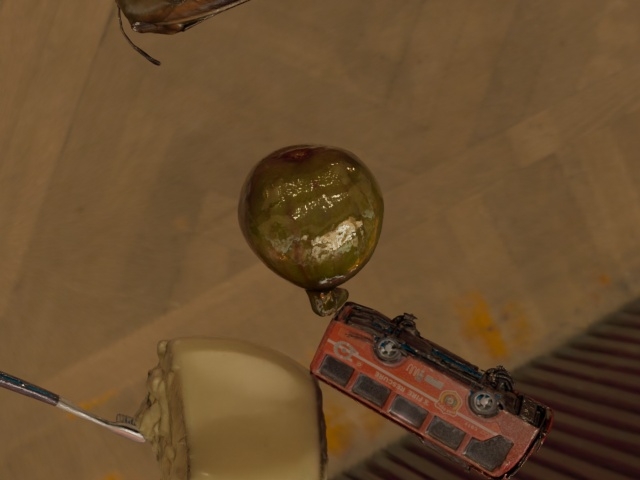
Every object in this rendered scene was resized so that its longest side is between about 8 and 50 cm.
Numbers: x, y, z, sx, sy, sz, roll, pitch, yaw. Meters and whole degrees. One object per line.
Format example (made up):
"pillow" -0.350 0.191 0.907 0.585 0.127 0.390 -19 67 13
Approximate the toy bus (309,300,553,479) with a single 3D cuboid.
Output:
"toy bus" 0.107 0.145 1.448 0.235 0.073 0.096 31 116 6

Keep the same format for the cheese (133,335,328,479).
"cheese" -0.101 0.221 1.590 0.233 0.266 0.127 5 130 -12

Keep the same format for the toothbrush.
"toothbrush" -0.332 0.181 1.766 0.288 0.024 0.026 24 39 -24

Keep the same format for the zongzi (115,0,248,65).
"zongzi" -0.025 -0.177 0.902 0.187 0.184 0.084 -36 67 23

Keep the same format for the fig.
"fig" -0.014 -0.004 1.488 0.142 0.148 0.186 -1 105 -17
